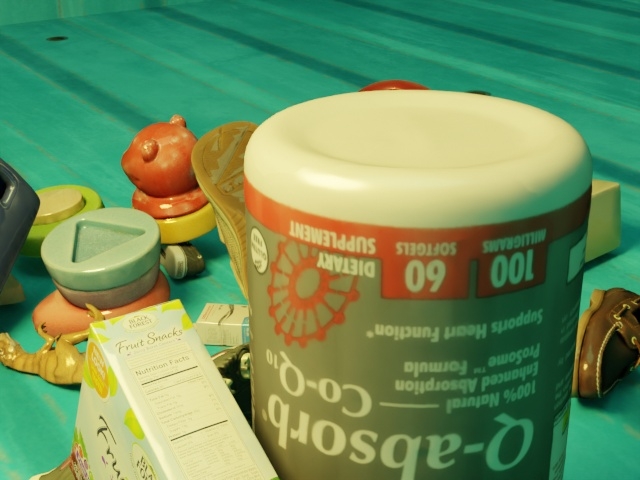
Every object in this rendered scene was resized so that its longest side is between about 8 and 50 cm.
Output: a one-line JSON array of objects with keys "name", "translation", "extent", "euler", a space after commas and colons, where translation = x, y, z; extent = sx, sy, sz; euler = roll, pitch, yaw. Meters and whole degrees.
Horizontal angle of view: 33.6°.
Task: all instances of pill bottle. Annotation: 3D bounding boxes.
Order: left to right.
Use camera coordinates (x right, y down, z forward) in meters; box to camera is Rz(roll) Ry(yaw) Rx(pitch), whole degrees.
[{"name": "pill bottle", "translation": [0.059, 0.100, 0.698], "extent": [0.210, 0.363, 0.210], "euler": [-1, 22, 0]}]

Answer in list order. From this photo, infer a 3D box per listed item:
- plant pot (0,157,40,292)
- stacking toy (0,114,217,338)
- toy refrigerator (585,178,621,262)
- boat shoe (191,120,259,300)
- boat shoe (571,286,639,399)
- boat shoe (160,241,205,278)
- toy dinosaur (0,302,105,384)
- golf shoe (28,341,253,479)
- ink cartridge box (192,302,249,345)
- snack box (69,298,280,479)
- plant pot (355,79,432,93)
[{"name": "plant pot", "translation": [-0.467, -0.026, 1.102], "extent": [0.235, 0.212, 0.236], "euler": [6, 55, 18]}, {"name": "stacking toy", "translation": [-0.282, -0.031, 1.252], "extent": [0.279, 0.130, 0.309], "euler": [2, 34, 13]}, {"name": "toy refrigerator", "translation": [0.246, -0.001, 1.289], "extent": [0.269, 0.094, 0.102], "euler": [-19, 22, -39]}, {"name": "boat shoe", "translation": [-0.030, 0.019, 1.090], "extent": [0.121, 0.110, 0.341], "euler": [-22, 52, -7]}, {"name": "boat shoe", "translation": [0.297, 0.099, 1.068], "extent": [0.073, 0.073, 0.207], "euler": [7, 24, 22]}, {"name": "boat shoe", "translation": [-0.184, 0.009, 1.341], "extent": [0.040, 0.049, 0.142], "euler": [-3, 27, -24]}, {"name": "toy dinosaur", "translation": [-0.241, 0.125, 1.064], "extent": [0.211, 0.064, 0.112], "euler": [7, 40, 41]}, {"name": "golf shoe", "translation": [-0.132, 0.158, 0.910], "extent": [0.120, 0.105, 0.273], "euler": [4, 22, 30]}, {"name": "ink cartridge box", "translation": [-0.105, 0.091, 1.156], "extent": [0.083, 0.028, 0.048], "euler": [2, 23, 8]}, {"name": "snack box", "translation": [-0.089, 0.173, 0.682], "extent": [0.070, 0.175, 0.207], "euler": [-16, 55, -31]}, {"name": "plant pot", "translation": [0.085, -0.095, 1.399], "extent": [0.191, 0.191, 0.174], "euler": [7, 30, 18]}]
